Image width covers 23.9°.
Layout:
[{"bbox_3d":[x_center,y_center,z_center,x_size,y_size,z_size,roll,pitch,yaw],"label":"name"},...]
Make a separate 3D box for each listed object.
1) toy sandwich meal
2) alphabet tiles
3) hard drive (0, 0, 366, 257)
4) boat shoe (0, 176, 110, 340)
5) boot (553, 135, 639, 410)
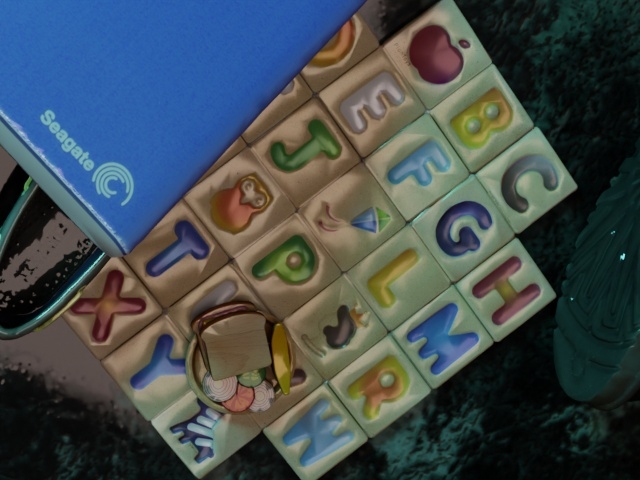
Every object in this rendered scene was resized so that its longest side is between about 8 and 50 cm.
[{"bbox_3d":[-0.053,0.082,1.033,0.086,0.029,0.085,-3,103,-12],"label":"toy sandwich meal"},{"bbox_3d":[0.000,0.000,1.048,0.342,0.011,0.285,-37,107,-3],"label":"alphabet tiles"},{"bbox_3d":[-0.087,-0.176,0.913,0.210,0.040,0.318,49,67,-18],"label":"hard drive"},{"bbox_3d":[-0.143,-0.033,0.966,0.081,0.069,0.227,33,93,-18],"label":"boat shoe"},{"bbox_3d":[0.344,0.001,1.064,0.260,0.131,0.348,26,95,-17],"label":"boot"}]
